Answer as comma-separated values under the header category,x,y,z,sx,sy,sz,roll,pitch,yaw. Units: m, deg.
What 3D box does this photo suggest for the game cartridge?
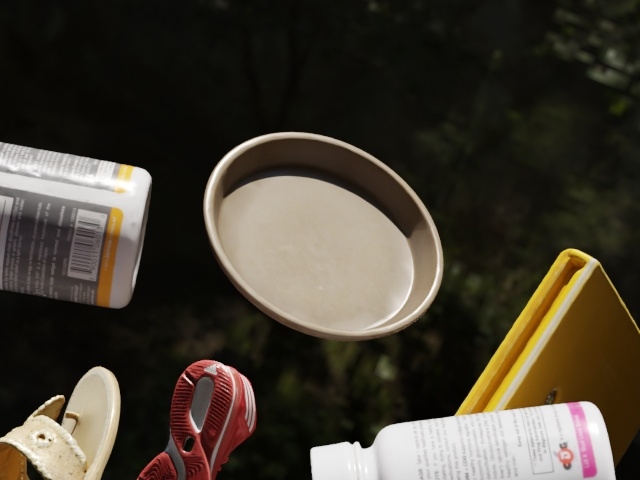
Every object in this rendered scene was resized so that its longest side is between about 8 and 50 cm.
category,x,y,z,sx,sy,sz,roll,pitch,yaw
game cartridge,0.260,0.199,2.207,0.053,0.285,0.323,27,-15,33

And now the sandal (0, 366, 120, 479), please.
category,x,y,z,sx,sy,sz,roll,pitch,yaw
sandal,-0.207,0.173,1.457,0.079,0.240,0.088,27,-47,-25

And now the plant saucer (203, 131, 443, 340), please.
category,x,y,z,sx,sy,sz,roll,pitch,yaw
plant saucer,0.000,0.000,2.168,0.278,0.278,0.041,25,-44,-6

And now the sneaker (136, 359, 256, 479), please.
category,x,y,z,sx,sy,sz,roll,pitch,yaw
sneaker,-0.118,0.233,2.017,0.087,0.221,0.128,25,2,23

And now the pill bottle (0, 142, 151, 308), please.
category,x,y,z,sx,sy,sz,roll,pitch,yaw
pill bottle,-0.335,-0.024,2.205,0.278,0.162,0.162,10,-12,-2

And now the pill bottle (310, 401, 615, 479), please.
category,x,y,z,sx,sy,sz,roll,pitch,yaw
pill bottle,0.138,0.250,1.928,0.283,0.160,0.160,-7,-15,0
